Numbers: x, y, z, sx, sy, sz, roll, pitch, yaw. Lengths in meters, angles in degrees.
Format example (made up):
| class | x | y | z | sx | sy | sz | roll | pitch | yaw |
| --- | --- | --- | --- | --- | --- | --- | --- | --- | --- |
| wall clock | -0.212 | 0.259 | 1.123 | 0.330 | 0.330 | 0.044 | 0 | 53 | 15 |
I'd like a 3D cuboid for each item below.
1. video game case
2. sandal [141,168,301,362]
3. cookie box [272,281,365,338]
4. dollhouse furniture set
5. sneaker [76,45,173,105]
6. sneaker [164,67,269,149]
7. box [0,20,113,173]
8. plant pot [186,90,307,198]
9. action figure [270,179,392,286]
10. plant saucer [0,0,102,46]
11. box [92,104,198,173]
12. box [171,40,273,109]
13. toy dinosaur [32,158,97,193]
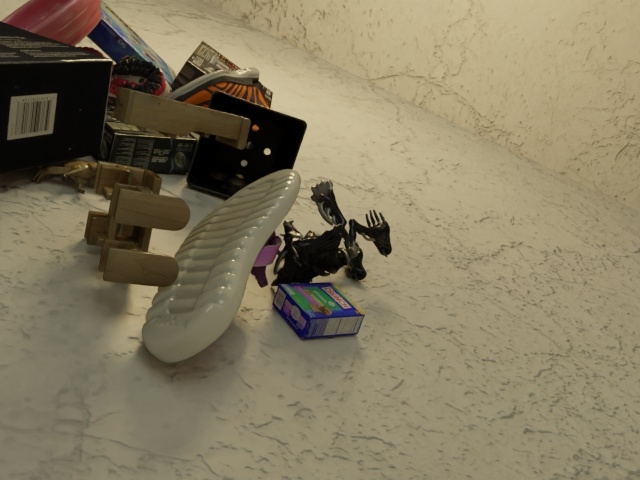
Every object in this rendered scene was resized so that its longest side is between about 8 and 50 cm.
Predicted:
| class | x | y | z | sx | sy | sz | roll | pitch | yaw |
| --- | --- | --- | --- | --- | --- | --- | --- | --- | --- |
| video game case | -0.459 | -0.460 | 1.702 | 0.269 | 0.061 | 0.244 | 44 | 8 | -34 |
| sandal | -0.124 | 0.036 | 0.971 | 0.169 | 0.102 | 0.416 | -15 | 28 | 28 |
| cookie box | -0.002 | 0.103 | 1.034 | 0.107 | 0.040 | 0.092 | 2 | 29 | -40 |
| dollhouse furniture set | -0.213 | -0.071 | 0.952 | 0.161 | 0.242 | 0.212 | 9 | 10 | -27 |
| sneaker | -0.476 | -0.349 | 1.564 | 0.299 | 0.121 | 0.112 | 17 | -14 | 16 |
| sneaker | -0.200 | -0.274 | 1.518 | 0.321 | 0.124 | 0.180 | -32 | 100 | -53 |
| box | -0.574 | -0.244 | 1.105 | 0.312 | 0.179 | 0.343 | 23 | 22 | 17 |
| plant pot | -0.145 | -0.182 | 1.387 | 0.187 | 0.188 | 0.167 | 18 | 10 | -7 |
| action figure | 0.000 | 0.000 | 1.126 | 0.141 | 0.164 | 0.275 | 54 | 26 | 22 |
| plant saucer | -0.608 | -0.462 | 1.512 | 0.084 | 0.332 | 0.332 | 57 | 1 | -35 |
| box | -0.357 | -0.197 | 1.345 | 0.180 | 0.077 | 0.147 | -4 | 33 | -45 |
| box | -0.243 | -0.393 | 1.787 | 0.242 | 0.076 | 0.307 | 34 | 19 | -17 |
| toy dinosaur | -0.389 | -0.118 | 1.176 | 0.092 | 0.053 | 0.183 | 34 | 26 | 31 |
